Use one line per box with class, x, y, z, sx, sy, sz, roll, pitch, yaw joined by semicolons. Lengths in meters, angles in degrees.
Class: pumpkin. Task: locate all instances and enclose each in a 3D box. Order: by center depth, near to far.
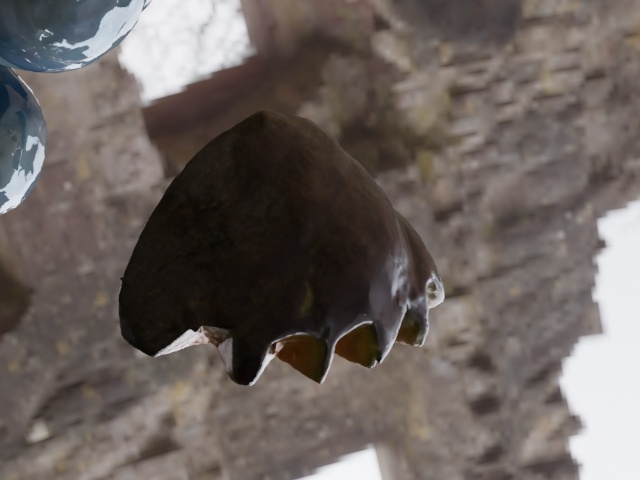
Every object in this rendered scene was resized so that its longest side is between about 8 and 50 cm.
pumpkin;0.000;0.000;1.320;0.254;0.149;0.130;-22;-136;-39

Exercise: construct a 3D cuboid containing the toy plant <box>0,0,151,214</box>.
toy plant;-0.203;-0.136;0.896;0.332;0.247;0.247;10;-144;40
